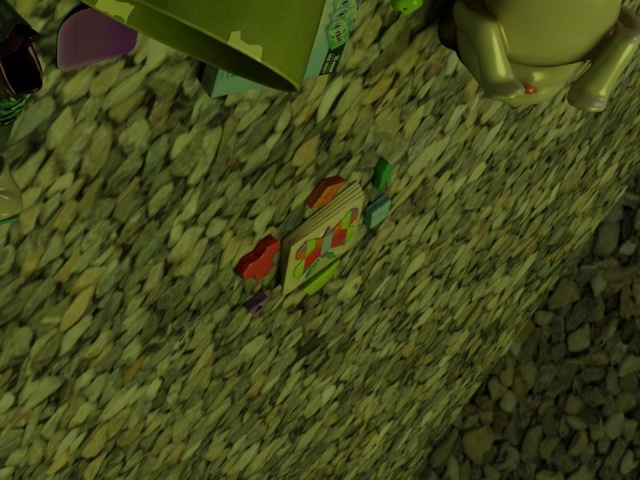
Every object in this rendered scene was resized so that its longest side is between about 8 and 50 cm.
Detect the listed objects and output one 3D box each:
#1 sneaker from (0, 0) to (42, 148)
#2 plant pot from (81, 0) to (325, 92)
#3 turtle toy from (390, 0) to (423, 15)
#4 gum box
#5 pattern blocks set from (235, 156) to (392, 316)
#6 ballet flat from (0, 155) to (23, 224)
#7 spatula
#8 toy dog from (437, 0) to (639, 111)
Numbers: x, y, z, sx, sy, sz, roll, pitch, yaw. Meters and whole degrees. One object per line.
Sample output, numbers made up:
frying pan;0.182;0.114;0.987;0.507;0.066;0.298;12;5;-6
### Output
sneaker;-0.323;-0.148;1.626;0.083;0.098;0.224;-36;154;-30
plant pot;-0.087;-0.336;1.607;0.293;0.275;0.275;-66;158;-2
turtle toy;0.130;-0.365;2.172;0.095;0.066;0.130;-9;136;-58
gum box;-0.047;-0.256;1.976;0.184;0.041;0.157;-15;146;-30
pattern blocks set;0.000;0.000;2.581;0.325;0.026;0.285;-43;158;-17
ballet flat;-0.414;-0.037;1.686;0.248;0.086;0.086;-25;148;-49
spatula;-0.168;-0.272;1.807;0.296;0.030;0.084;-35;152;-31
toy dog;0.293;-0.355;2.251;0.284;0.395;0.408;-7;152;-13
